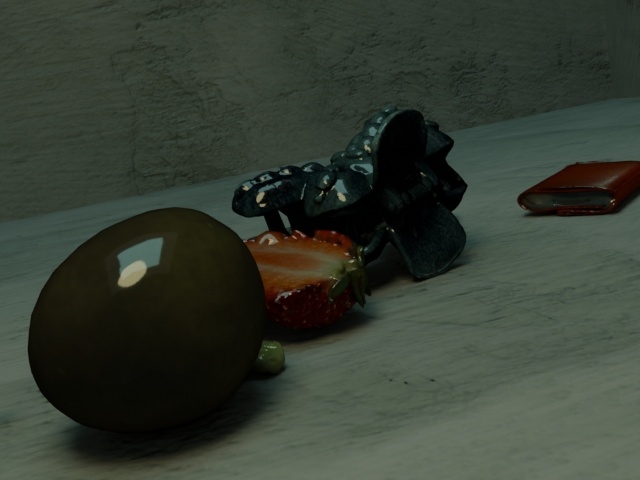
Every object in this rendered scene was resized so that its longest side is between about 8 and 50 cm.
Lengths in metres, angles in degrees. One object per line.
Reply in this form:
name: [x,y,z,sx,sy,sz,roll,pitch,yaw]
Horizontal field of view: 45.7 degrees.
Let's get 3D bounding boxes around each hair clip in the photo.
hair clip: [0.056,-0.051,0.926,0.310,0.194,0.206,-33,20,-33]

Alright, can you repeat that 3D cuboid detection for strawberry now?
strawberry: [-0.039,0.041,0.770,0.187,0.082,0.146,10,21,22]

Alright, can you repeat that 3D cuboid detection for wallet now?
wallet: [0.401,-0.081,1.140,0.142,0.045,0.204,1,16,37]

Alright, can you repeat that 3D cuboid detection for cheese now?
cheese: [-0.073,0.106,0.661,0.083,0.030,0.044,-5,32,2]

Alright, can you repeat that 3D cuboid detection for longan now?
longan: [-0.127,0.062,0.581,0.189,0.189,0.189,-9,11,2]

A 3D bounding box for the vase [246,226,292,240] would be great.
vase: [0.000,0.000,1.041,0.211,0.060,0.060,-16,13,-27]
